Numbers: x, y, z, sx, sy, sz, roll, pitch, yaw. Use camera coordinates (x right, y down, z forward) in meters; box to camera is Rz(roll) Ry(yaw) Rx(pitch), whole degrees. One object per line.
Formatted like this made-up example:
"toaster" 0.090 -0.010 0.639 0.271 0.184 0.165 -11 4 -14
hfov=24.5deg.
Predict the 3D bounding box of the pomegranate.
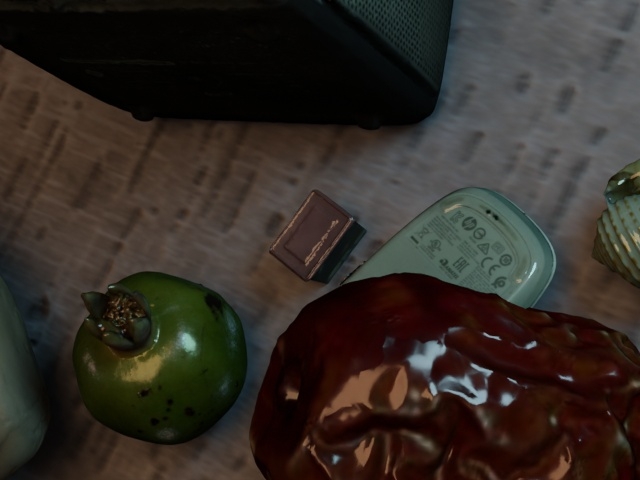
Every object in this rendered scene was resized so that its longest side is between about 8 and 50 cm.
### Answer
"pomegranate" -0.175 0.110 1.511 0.187 0.225 0.187 -8 63 15

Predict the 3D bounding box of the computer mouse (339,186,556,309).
"computer mouse" 0.103 0.080 1.468 0.288 0.097 0.159 -42 56 -3

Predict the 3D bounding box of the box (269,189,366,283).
"box" 0.000 0.000 1.547 0.060 0.063 0.084 38 94 24

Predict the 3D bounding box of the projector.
"projector" -0.107 -0.265 1.461 0.395 0.405 0.242 5 81 25

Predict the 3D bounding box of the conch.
"conch" 0.329 -0.018 1.388 0.153 0.102 0.135 -12 55 -1

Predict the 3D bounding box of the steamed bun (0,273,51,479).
"steamed bun" -0.442 0.119 1.625 0.247 0.236 0.383 -34 74 3

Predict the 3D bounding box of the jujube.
"jujube" 0.135 0.173 1.288 0.377 0.276 0.276 17 84 -16
